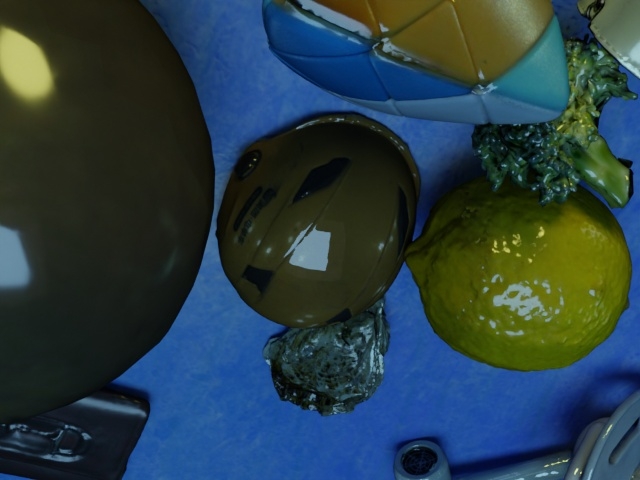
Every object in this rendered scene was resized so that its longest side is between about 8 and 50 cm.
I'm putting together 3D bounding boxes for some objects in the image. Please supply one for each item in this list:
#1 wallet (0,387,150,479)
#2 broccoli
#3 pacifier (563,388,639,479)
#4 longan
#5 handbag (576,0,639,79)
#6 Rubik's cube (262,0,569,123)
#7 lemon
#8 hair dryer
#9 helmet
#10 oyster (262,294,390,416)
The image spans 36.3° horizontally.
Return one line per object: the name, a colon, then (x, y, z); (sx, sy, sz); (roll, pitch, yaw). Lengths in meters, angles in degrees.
wallet: (-0.330, 0.224, 1.156); (0.229, 0.049, 0.182); (16, 122, -16)
broccoli: (0.210, -0.094, 0.840); (0.160, 0.167, 0.154); (36, 95, -8)
pacifier: (0.396, 0.314, 1.141); (0.207, 0.227, 0.279); (19, 143, 42)
longan: (-0.257, -0.047, 0.770); (0.336, 0.404, 0.404); (-22, 136, -31)
handbag: (0.405, -0.244, 0.751); (0.237, 0.160, 0.358); (31, 120, -17)
Rubik's cube: (0.056, -0.207, 0.781); (0.255, 0.254, 0.254); (-1, 128, -1)
lemon: (0.192, 0.029, 0.929); (0.231, 0.192, 0.192); (12, 126, -10)
hair dryer: (0.215, 0.298, 1.220); (0.237, 0.073, 0.131); (-12, 126, 4)
helmet: (0.000, 0.000, 0.942); (0.198, 0.130, 0.224); (27, 121, -25)
oyster: (0.015, 0.129, 1.089); (0.177, 0.064, 0.125); (-21, 111, 27)
